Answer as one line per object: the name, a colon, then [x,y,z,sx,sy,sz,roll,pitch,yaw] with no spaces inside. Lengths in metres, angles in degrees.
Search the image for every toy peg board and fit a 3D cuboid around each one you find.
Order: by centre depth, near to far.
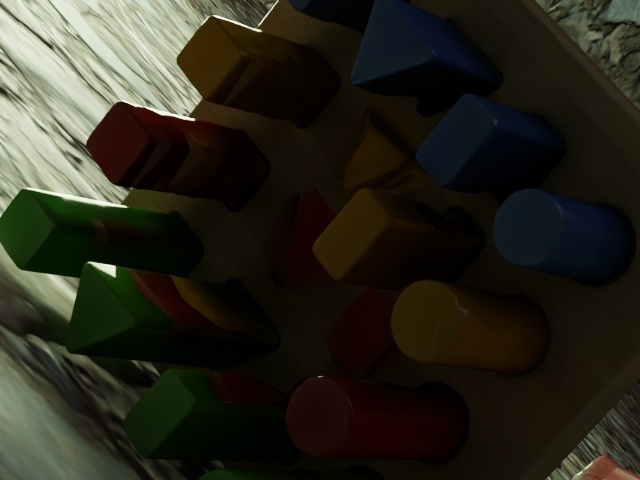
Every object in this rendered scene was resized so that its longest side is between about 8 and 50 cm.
toy peg board: [0.000,0.000,0.516,0.079,0.160,0.161,10,35,-54]

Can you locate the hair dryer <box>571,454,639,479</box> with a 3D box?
hair dryer: [0.225,0.232,1.026,0.293,0.080,0.223,51,-10,-19]
